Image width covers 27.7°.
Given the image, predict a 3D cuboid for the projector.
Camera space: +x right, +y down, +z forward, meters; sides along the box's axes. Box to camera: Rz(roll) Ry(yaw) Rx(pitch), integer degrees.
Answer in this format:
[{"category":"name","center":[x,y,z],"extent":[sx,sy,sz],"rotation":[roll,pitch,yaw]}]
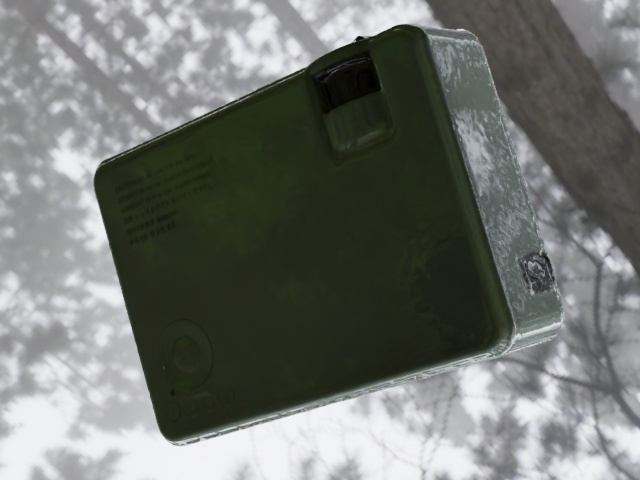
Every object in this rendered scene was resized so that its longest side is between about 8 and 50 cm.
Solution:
[{"category":"projector","center":[0.000,0.000,0.775],"extent":[0.256,0.099,0.192],"rotation":[-21,-96,33]}]
